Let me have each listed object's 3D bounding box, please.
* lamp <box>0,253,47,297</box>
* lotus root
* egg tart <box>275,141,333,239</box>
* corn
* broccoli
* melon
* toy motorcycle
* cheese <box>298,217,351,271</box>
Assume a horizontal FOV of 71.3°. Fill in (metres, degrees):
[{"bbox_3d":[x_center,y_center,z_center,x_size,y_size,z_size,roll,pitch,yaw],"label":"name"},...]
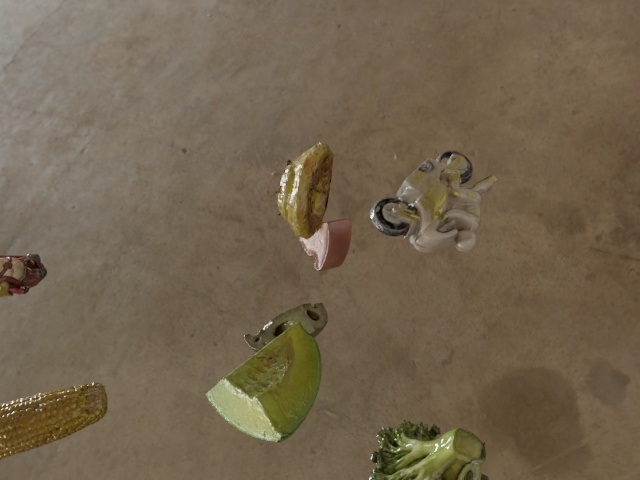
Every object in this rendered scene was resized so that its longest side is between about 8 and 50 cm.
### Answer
[{"bbox_3d":[-0.858,0.089,1.169,0.118,0.253,0.119,-1,88,18],"label":"lamp"},{"bbox_3d":[-0.120,0.360,1.717,0.314,0.210,0.142,-32,67,16],"label":"lotus root"},{"bbox_3d":[-0.043,-0.148,1.270,0.115,0.290,0.290,14,67,10],"label":"egg tart"},{"bbox_3d":[-0.511,0.321,0.791,0.261,0.097,0.097,-18,56,-4],"label":"corn"},{"bbox_3d":[0.276,0.597,1.082,0.334,0.272,0.324,31,53,10],"label":"broccoli"},{"bbox_3d":[-0.140,0.419,1.403,0.331,0.226,0.343,5,20,37],"label":"melon"},{"bbox_3d":[0.280,-0.078,1.011,0.223,0.108,0.340,43,60,13],"label":"toy motorcycle"},{"bbox_3d":[0.015,0.020,1.651,0.202,0.128,0.177,-8,92,49],"label":"cheese"}]
